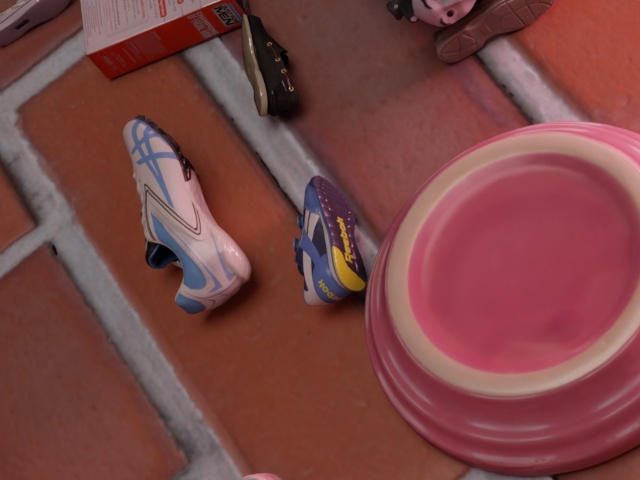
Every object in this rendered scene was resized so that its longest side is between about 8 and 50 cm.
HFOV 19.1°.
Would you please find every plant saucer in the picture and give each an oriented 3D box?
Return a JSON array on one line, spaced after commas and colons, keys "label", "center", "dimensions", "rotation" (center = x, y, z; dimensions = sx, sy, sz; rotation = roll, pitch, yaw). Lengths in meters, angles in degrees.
[{"label": "plant saucer", "center": [0.186, 0.034, 1.633], "dimensions": [0.332, 0.084, 0.332], "rotation": [-11, 59, 19]}]

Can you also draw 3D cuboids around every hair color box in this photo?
[{"label": "hair color box", "center": [-0.162, -0.243, 1.965], "dimensions": [0.167, 0.053, 0.093], "rotation": [-20, 56, 16]}]

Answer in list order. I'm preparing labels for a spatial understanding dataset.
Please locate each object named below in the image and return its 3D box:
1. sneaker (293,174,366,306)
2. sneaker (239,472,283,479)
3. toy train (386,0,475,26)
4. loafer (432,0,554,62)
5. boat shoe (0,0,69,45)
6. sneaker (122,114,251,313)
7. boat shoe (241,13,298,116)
[{"label": "sneaker", "center": [0.000, 0.000, 1.755], "dimensions": [0.059, 0.053, 0.144], "rotation": [-39, 38, 29]}, {"label": "sneaker", "center": [-0.045, 0.265, 1.644], "dimensions": [0.051, 0.070, 0.134], "rotation": [-3, 92, 14]}, {"label": "toy train", "center": [0.094, -0.338, 1.839], "dimensions": [0.190, 0.142, 0.334], "rotation": [-40, 47, 8]}, {"label": "loafer", "center": [0.161, -0.216, 1.805], "dimensions": [0.125, 0.045, 0.039], "rotation": [-29, 48, 12]}, {"label": "boat shoe", "center": [-0.316, -0.250, 2.055], "dimensions": [0.100, 0.035, 0.035], "rotation": [-33, 57, 14]}, {"label": "sneaker", "center": [-0.146, -0.030, 1.823], "dimensions": [0.086, 0.085, 0.237], "rotation": [-32, 53, 1]}, {"label": "boat shoe", "center": [-0.053, -0.175, 1.885], "dimensions": [0.042, 0.049, 0.133], "rotation": [-9, 49, -11]}]
